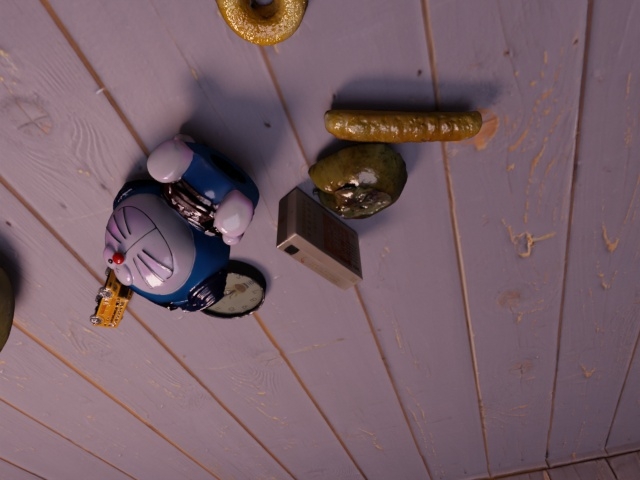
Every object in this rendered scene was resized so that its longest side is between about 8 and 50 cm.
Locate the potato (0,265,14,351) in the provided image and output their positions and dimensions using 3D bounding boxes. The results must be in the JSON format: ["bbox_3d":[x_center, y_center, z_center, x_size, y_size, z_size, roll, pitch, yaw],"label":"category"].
[{"bbox_3d":[-0.781,0.165,0.951,0.221,0.243,0.326,30,121,0],"label":"potato"}]

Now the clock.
[{"bbox_3d":[-0.223,0.125,1.115,0.184,0.040,0.184,-4,133,-4],"label":"clock"}]

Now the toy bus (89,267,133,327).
[{"bbox_3d":[-0.486,0.136,1.074,0.074,0.069,0.162,19,129,-23],"label":"toy bus"}]

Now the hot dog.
[{"bbox_3d":[0.149,-0.206,0.822,0.286,0.088,0.061,-1,96,-2],"label":"hot dog"}]

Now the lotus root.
[{"bbox_3d":[0.073,-0.095,0.889,0.183,0.078,0.203,28,141,-35],"label":"lotus root"}]

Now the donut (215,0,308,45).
[{"bbox_3d":[-0.088,-0.361,0.672,0.152,0.058,0.152,-5,135,-5],"label":"donut"}]

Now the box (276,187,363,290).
[{"bbox_3d":[0.000,0.000,0.959,0.058,0.141,0.201,-34,127,29],"label":"box"}]

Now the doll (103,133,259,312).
[{"bbox_3d":[-0.261,-0.019,0.855,0.284,0.240,0.310,44,106,8],"label":"doll"}]
